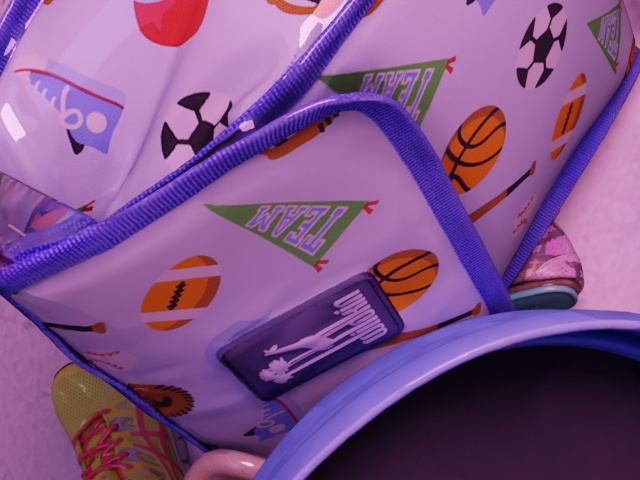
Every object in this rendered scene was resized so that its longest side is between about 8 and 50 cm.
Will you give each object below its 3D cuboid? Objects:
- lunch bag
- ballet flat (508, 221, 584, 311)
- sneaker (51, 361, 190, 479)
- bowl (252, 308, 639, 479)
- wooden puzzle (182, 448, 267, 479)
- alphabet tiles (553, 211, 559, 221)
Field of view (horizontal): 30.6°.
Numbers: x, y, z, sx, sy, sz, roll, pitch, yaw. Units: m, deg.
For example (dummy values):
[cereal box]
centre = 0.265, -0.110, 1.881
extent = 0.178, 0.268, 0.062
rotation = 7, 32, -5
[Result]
[lunch bag]
centre = 0.005, -0.069, 0.659
extent = 0.239, 0.328, 0.385
rotation = 26, 75, 32
[ballet flat]
centre = 0.070, 0.042, 0.810
extent = 0.221, 0.077, 0.079
rotation = -23, 57, 15
[sneaker]
centre = -0.148, 0.173, 0.883
extent = 0.081, 0.094, 0.208
rotation = -46, 68, 14
[bowl]
centre = 0.117, 0.221, 0.650
extent = 0.391, 0.077, 0.391
rotation = -4, 104, -15
[wooden puzzle]
centre = 0.012, 0.320, 0.739
extent = 0.322, 0.080, 0.348
rotation = 21, 97, -14
[alphabet tiles]
centre = 0.000, 0.000, 0.883
extent = 0.285, 0.011, 0.342
rotation = 35, 98, 23
